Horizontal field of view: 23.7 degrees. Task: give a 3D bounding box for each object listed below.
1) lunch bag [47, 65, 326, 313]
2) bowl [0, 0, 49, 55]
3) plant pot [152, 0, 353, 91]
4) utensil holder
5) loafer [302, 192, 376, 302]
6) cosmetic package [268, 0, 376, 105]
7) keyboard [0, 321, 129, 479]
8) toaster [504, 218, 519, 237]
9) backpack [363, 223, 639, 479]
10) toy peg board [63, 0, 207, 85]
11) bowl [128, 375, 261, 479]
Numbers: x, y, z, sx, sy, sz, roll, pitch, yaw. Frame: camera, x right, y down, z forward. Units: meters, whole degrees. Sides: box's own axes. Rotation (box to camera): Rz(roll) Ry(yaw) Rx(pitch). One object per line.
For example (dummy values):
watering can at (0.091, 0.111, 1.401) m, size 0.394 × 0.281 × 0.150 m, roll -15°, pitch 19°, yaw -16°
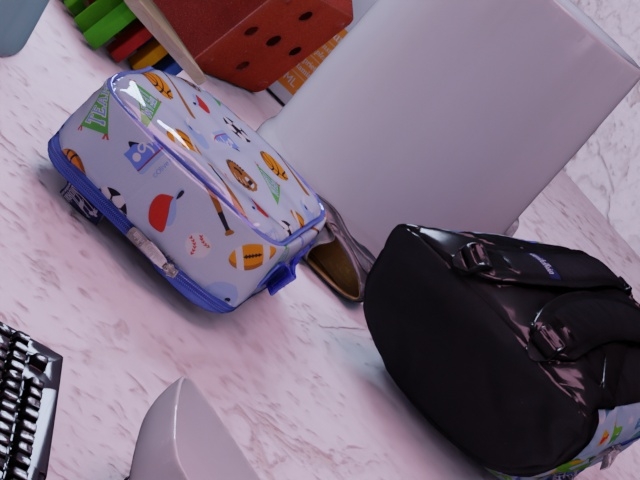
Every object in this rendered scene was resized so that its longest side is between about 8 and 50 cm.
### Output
lunch bag at (-0.112, -0.044, 1.410) m, size 0.243 × 0.115 × 0.303 m, roll 45°, pitch 14°, yaw 2°
bowl at (-0.349, -0.349, 1.491) m, size 0.311 × 0.163 × 0.311 m, roll 47°, pitch 15°, yaw -17°
plant pot at (-0.110, -0.358, 2.049) m, size 0.267 × 0.267 × 0.236 m, roll 16°, pitch 43°, yaw -59°
utensil holder at (0.159, -0.162, 1.881) m, size 0.327 × 0.385 × 0.327 m, roll 39°, pitch 16°, yaw -13°
loafer at (0.000, 0.000, 1.663) m, size 0.170 × 0.062 × 0.061 m, roll 42°, pitch 20°, yaw 4°
cosmetic package at (0.124, -0.350, 2.183) m, size 0.230 × 0.453 × 0.161 m, roll 44°, pitch 15°, yaw 12°
keyboard at (-0.177, 0.140, 0.886) m, size 0.201 × 0.033 × 0.317 m, roll 37°, pitch 17°, yaw -19°
toaster at (0.188, -0.047, 2.164) m, size 0.168 × 0.110 × 0.186 m, roll 41°, pitch 15°, yaw -5°
backpack at (0.232, 0.123, 1.596) m, size 0.355 × 0.273 × 0.290 m, roll -14°, pitch 52°, yaw -46°
toy peg board at (-0.232, -0.256, 1.805) m, size 0.160 × 0.079 × 0.161 m, roll 49°, pitch 6°, yaw -48°
bowl at (-0.074, 0.170, 0.956) m, size 0.142 × 0.053 × 0.142 m, roll 58°, pitch 6°, yaw -16°
